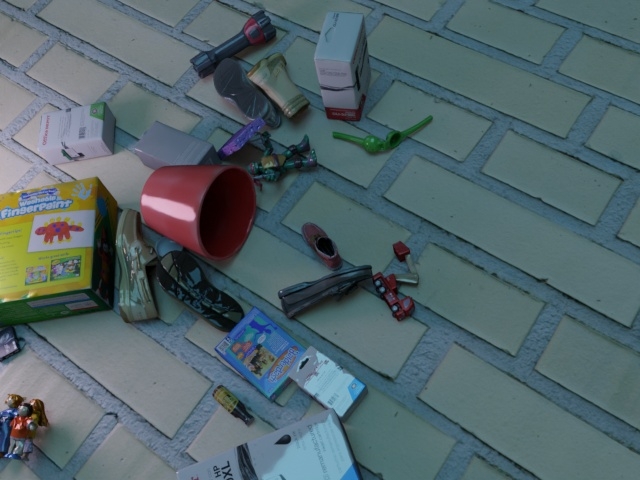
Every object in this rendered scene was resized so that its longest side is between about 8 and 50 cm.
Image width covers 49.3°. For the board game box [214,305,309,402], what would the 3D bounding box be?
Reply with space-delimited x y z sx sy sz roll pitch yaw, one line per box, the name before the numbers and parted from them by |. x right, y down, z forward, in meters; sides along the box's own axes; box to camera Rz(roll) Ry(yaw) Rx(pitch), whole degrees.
board game box | -0.150 0.296 1.829 0.210 0.047 0.160 37 73 26

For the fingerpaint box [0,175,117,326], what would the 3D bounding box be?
fingerpaint box | -0.833 0.040 2.027 0.444 0.163 0.371 -10 61 4

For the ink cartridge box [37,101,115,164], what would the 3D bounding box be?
ink cartridge box | -0.793 -0.348 2.275 0.219 0.093 0.160 -9 60 6

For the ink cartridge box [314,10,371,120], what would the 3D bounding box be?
ink cartridge box | 0.072 -0.526 2.114 0.114 0.273 0.197 7 63 14

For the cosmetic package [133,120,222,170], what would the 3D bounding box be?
cosmetic package | -0.444 -0.266 2.164 0.237 0.107 0.127 25 67 25

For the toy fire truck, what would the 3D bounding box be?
toy fire truck | 0.214 0.108 1.868 0.135 0.047 0.192 -29 60 -6

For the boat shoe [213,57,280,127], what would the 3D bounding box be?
boat shoe | -0.241 -0.474 2.253 0.118 0.103 0.320 -49 56 9

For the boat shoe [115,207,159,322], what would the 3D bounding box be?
boat shoe | -0.512 0.065 1.989 0.110 0.122 0.341 -8 70 1

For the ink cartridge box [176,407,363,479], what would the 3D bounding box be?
ink cartridge box | -0.093 0.599 1.582 0.394 0.166 0.286 -22 59 -2

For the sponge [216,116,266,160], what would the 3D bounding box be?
sponge | -0.246 -0.307 2.109 0.031 0.210 0.117 46 71 -14

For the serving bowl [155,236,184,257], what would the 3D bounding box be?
serving bowl | -0.439 0.024 2.039 0.083 0.027 0.083 -1 52 2

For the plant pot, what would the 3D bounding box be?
plant pot | -0.356 -0.098 1.980 0.243 0.275 0.275 13 64 28

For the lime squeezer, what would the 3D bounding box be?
lime squeezer | 0.193 -0.312 2.112 0.310 0.059 0.110 -10 30 7

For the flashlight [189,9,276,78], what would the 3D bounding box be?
flashlight | -0.298 -0.661 2.364 0.304 0.103 0.103 -33 65 -4

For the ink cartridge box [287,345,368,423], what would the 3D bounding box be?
ink cartridge box | 0.018 0.360 1.755 0.180 0.060 0.104 34 72 24

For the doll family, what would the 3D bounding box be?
doll family | -0.804 0.484 1.822 0.262 0.118 0.163 -4 65 28

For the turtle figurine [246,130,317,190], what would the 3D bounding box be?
turtle figurine | -0.136 -0.242 2.086 0.234 0.118 0.175 -16 69 -11

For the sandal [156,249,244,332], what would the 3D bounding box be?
sandal | -0.340 0.152 1.929 0.302 0.086 0.120 42 69 12

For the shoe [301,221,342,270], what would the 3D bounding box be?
shoe | 0.000 0.000 1.946 0.063 0.081 0.178 -32 61 -8

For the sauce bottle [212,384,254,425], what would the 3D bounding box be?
sauce bottle | -0.221 0.420 1.776 0.128 0.042 0.042 34 72 25

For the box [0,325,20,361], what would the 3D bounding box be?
box | -0.895 0.294 1.980 0.067 0.018 0.083 -28 60 -5

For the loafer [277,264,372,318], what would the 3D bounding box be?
loafer | 0.020 0.139 1.870 0.267 0.096 0.084 -18 77 11

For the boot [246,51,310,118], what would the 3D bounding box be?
boot | -0.115 -0.493 2.224 0.203 0.262 0.095 45 112 -7
